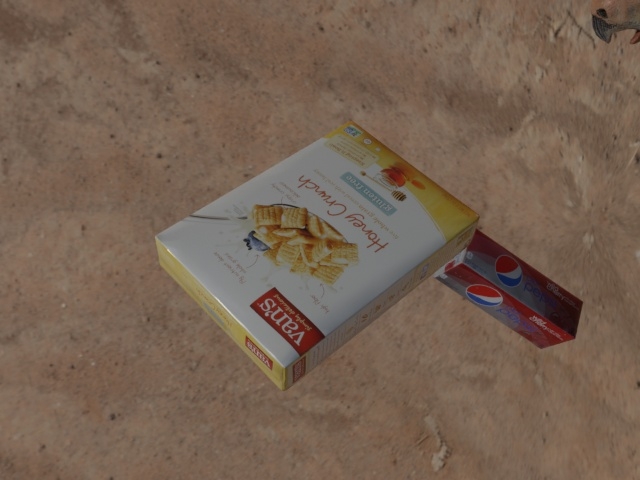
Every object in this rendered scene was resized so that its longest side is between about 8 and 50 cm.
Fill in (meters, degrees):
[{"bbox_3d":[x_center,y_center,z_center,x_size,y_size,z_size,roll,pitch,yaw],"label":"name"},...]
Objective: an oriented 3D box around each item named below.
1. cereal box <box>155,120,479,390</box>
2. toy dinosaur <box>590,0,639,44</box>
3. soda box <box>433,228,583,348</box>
[{"bbox_3d":[0.000,0.000,0.658,0.173,0.240,0.047,40,148,25],"label":"cereal box"},{"bbox_3d":[0.300,-0.237,0.412,0.200,0.127,0.295,32,93,16],"label":"toy dinosaur"},{"bbox_3d":[0.339,0.088,1.314,0.263,0.083,0.092,33,148,-14],"label":"soda box"}]
